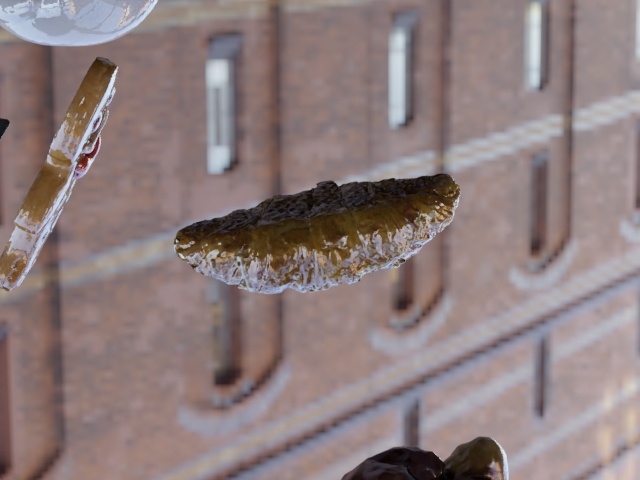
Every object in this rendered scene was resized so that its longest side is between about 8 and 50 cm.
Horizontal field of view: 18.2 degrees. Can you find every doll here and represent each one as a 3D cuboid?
[{"bbox_3d":[-0.279,-0.333,2.144,0.221,0.221,0.251,-10,-145,-40],"label":"doll"}]

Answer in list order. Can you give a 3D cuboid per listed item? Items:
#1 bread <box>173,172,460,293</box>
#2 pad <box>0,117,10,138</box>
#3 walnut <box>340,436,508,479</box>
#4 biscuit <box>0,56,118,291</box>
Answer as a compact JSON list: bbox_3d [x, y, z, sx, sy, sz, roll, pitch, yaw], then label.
[{"bbox_3d":[0.000,0.000,1.602,0.233,0.076,0.105,-10,-158,-2],"label":"bread"},{"bbox_3d":[-0.421,-0.083,1.928,0.211,0.003,0.143,10,-129,19],"label":"pad"},{"bbox_3d":[0.103,0.308,1.653,0.221,0.269,0.244,8,-158,7],"label":"walnut"},{"bbox_3d":[-0.212,-0.060,1.661,0.036,0.250,0.165,26,-130,-6],"label":"biscuit"}]
